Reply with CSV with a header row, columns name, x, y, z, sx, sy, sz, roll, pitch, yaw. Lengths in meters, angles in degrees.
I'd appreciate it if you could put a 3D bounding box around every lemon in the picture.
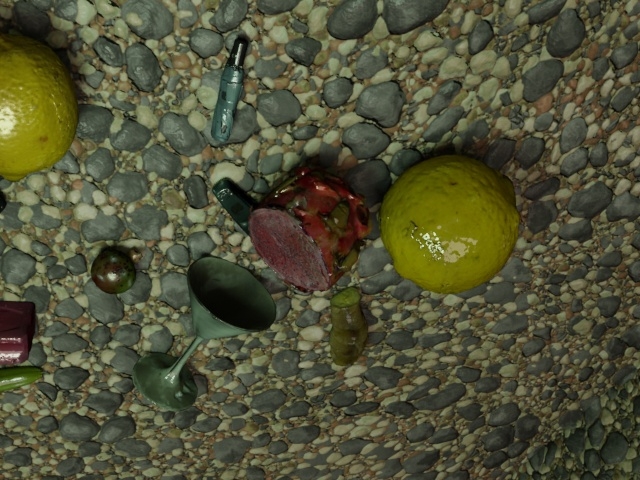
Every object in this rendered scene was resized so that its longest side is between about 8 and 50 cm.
name,x,y,z,sx,sy,sz,roll,pitch,yaw
lemon,-0.625,-0.269,1.376,0.257,0.258,0.310,-2,113,-13
lemon,0.332,-0.049,1.737,0.387,0.350,0.350,-41,127,-6

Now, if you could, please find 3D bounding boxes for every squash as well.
name,x,y,z,sx,sy,sz,roll,pitch,yaw
squash,-0.890,0.391,1.918,0.201,0.066,0.066,-7,127,-17

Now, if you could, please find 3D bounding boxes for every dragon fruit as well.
name,x,y,z,sx,sy,sz,roll,pitch,yaw
dragon fruit,0.005,-0.049,1.689,0.263,0.314,0.296,-44,100,-30

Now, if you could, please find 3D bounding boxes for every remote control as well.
name,x,y,z,sx,sy,sz,roll,pitch,yaw
remote control,-0.198,-0.073,1.764,0.072,0.042,0.222,-32,126,12

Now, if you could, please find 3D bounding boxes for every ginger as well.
name,x,y,z,sx,sy,sz,roll,pitch,yaw
ginger,0.085,0.268,2.050,0.109,0.116,0.263,-36,134,-41

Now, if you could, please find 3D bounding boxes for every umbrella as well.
name,x,y,z,sx,sy,sz,roll,pitch,yaw
umbrella,-0.209,-0.341,1.558,0.052,0.053,0.250,8,124,-18

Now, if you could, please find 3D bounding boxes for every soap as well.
name,x,y,z,sx,sy,sz,roll,pitch,yaw
soap,-0.874,0.239,1.744,0.249,0.162,0.099,2,125,-17

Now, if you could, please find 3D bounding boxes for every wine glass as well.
name,x,y,z,sx,sy,sz,roll,pitch,yaw
wine glass,-0.336,0.268,1.865,0.267,0.267,0.406,24,122,-28

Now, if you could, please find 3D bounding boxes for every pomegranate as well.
name,x,y,z,sx,sy,sz,roll,pitch,yaw
pomegranate,-0.529,0.074,1.745,0.130,0.130,0.130,-7,127,-9

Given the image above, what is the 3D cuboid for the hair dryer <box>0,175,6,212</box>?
name,x,y,z,sx,sy,sz,roll,pitch,yaw
hair dryer,-0.713,-0.154,1.566,0.255,0.070,0.128,-28,128,1
